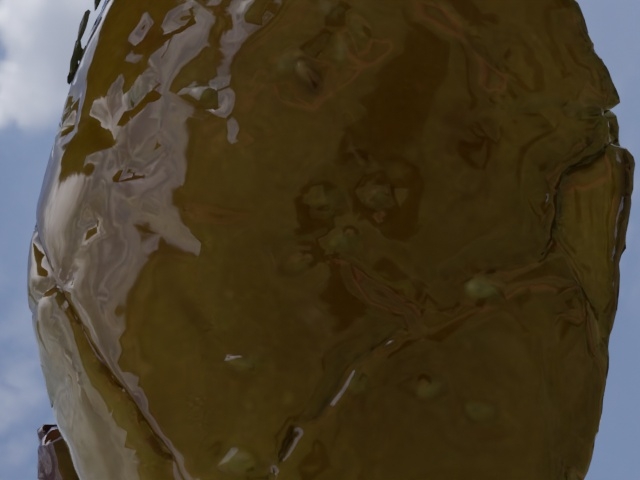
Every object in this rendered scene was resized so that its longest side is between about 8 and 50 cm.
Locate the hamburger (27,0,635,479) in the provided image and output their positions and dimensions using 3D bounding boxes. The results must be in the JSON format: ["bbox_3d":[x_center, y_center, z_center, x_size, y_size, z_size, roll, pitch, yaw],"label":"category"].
[{"bbox_3d":[0.000,0.000,0.568,0.245,0.155,0.282,-34,-91,-22],"label":"hamburger"}]
